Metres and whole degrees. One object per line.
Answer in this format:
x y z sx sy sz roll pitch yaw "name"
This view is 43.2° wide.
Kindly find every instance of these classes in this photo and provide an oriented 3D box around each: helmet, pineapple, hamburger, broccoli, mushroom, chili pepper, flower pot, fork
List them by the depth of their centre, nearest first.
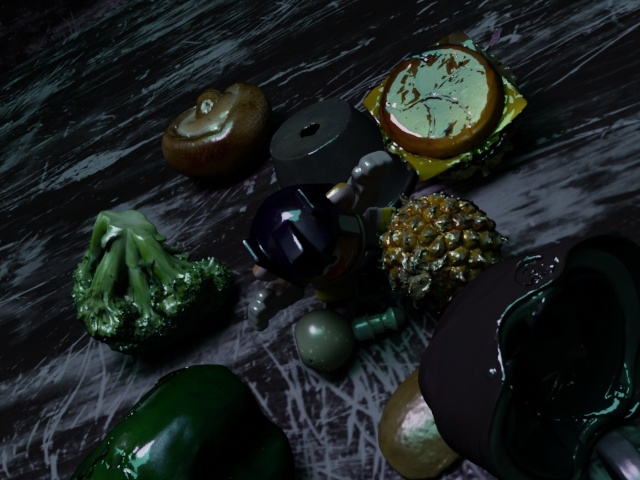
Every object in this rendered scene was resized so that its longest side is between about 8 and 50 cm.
0.232 0.125 0.904 0.305 0.225 0.177 -48 27 -24 "helmet"
-0.172 0.299 1.025 0.233 0.249 0.257 -14 26 42 "chili pepper"
0.149 0.033 1.093 0.176 0.161 0.137 30 41 8 "pineapple"
0.201 -0.209 1.313 0.243 0.139 0.262 -32 65 6 "hamburger"
-0.304 0.066 1.398 0.294 0.245 0.265 12 35 18 "broccoli"
0.016 -0.137 1.413 0.269 0.166 0.269 -24 38 20 "flower pot"
0.313 -0.362 1.547 0.115 0.012 0.016 -53 35 -13 "fork"
-0.212 -0.228 1.709 0.253 0.153 0.253 -23 35 18 "mushroom"

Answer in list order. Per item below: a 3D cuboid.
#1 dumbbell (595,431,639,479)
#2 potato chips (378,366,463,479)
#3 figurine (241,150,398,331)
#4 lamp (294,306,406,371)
0.253 0.288 0.761 0.325 0.143 0.143 -35 36 3 "dumbbell"
0.154 0.203 1.021 0.201 0.049 0.150 -35 41 -8 "potato chips"
-0.004 0.002 1.152 0.143 0.308 0.308 23 64 27 "figurine"
0.045 0.130 1.168 0.163 0.091 0.091 -18 38 2 "lamp"
